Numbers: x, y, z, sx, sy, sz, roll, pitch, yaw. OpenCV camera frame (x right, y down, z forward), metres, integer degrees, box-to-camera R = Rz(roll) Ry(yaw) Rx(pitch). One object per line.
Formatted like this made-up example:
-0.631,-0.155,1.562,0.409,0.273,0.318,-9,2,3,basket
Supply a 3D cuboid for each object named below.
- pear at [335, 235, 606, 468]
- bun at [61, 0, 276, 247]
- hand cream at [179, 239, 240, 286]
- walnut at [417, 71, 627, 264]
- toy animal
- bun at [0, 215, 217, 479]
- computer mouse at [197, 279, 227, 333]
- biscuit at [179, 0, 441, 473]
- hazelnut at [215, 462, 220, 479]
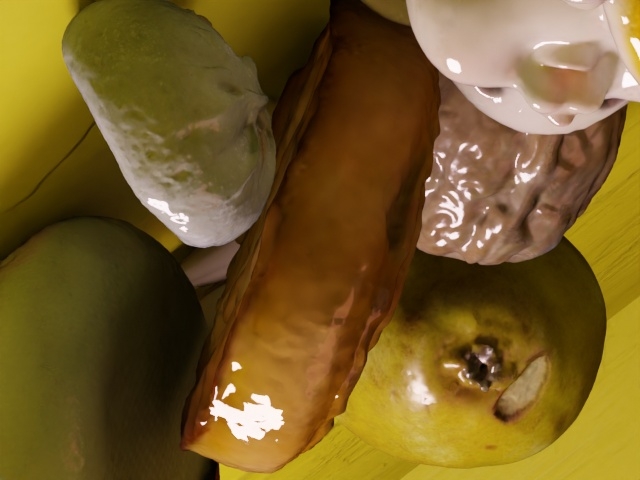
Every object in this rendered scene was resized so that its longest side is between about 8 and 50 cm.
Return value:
0.117,0.078,1.409,0.269,0.269,0.321,-39,-178,9,pear
-0.068,-0.067,0.811,0.083,0.141,0.141,-30,164,1,bun
-0.045,-0.008,1.188,0.186,0.054,0.087,-34,171,16,hand cream
0.129,-0.084,1.132,0.178,0.178,0.230,-26,151,-31,walnut
0.120,-0.172,0.769,0.182,0.247,0.310,-12,140,-19,toy animal
-0.184,0.129,1.009,0.187,0.293,0.293,-2,169,12,bun
-0.059,0.091,1.307,0.126,0.056,0.245,22,139,-25,computer mouse
0.000,0.000,0.956,0.296,0.102,0.296,-160,-90,-85,biscuit
-0.165,0.164,1.220,0.182,0.182,0.182,-33,163,-11,hazelnut
